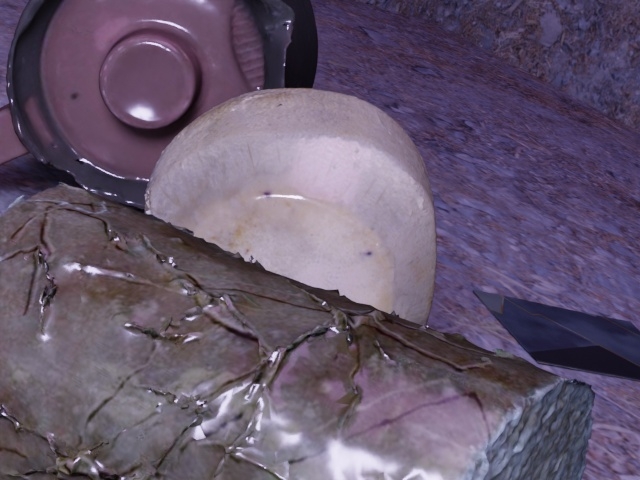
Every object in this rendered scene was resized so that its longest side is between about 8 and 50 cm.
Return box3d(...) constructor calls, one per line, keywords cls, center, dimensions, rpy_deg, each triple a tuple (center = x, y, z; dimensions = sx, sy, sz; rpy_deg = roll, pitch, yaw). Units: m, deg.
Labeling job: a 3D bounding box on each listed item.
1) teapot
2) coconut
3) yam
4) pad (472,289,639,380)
box3d(cls="teapot", center=(-0.184, -0.165, 1.138), dimensions=(0.376, 0.305, 0.362), rpy_deg=(-22, 13, 4))
box3d(cls="coconut", center=(-0.025, 0.005, 0.923), dimensions=(0.245, 0.245, 0.247), rpy_deg=(20, 18, -4))
box3d(cls="yam", center=(-0.041, 0.112, 0.643), dimensions=(0.348, 0.241, 0.241), rpy_deg=(23, 19, 15))
box3d(cls="pad", center=(0.307, 0.114, 1.338), dimensions=(0.243, 0.004, 0.163), rpy_deg=(12, 21, -26))
